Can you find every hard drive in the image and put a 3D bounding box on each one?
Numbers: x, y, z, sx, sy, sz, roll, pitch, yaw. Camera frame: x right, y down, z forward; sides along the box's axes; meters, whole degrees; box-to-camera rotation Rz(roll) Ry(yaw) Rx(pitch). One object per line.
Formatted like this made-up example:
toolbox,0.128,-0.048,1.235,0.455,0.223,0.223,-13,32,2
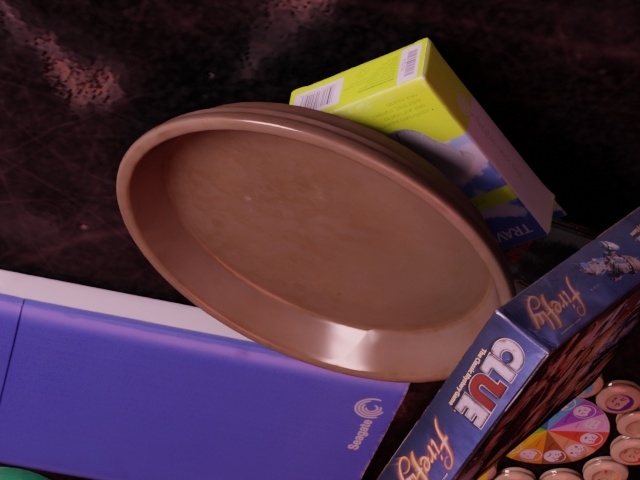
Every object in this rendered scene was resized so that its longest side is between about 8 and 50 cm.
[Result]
hard drive,-0.113,0.125,1.432,0.319,0.040,0.210,11,139,-10

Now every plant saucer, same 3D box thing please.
plant saucer,0.000,0.000,1.221,0.278,0.041,0.278,17,149,11

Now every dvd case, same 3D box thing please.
dvd case,0.134,0.010,1.304,0.119,0.013,0.087,18,137,-15

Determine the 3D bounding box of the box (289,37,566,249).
box,0.070,-0.043,1.207,0.109,0.042,0.178,-19,131,31

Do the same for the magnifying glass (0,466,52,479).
magnifying glass,-0.318,0.203,1.553,0.231,0.026,0.092,17,138,-20

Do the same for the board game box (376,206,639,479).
board game box,0.148,0.070,1.202,0.042,0.243,0.165,42,128,15

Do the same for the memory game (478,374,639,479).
memory game,0.177,0.153,1.472,0.186,0.012,0.186,1,140,1
